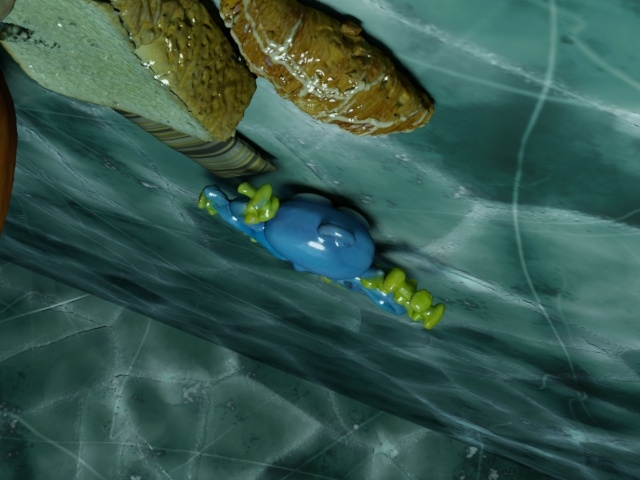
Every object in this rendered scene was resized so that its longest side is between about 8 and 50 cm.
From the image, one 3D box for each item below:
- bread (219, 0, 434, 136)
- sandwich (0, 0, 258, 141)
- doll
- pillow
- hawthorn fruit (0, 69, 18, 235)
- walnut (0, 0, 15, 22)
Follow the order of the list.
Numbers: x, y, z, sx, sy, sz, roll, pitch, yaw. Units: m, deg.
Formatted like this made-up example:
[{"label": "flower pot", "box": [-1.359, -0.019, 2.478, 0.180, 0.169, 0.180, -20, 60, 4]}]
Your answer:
[{"label": "bread", "box": [0.005, -0.146, 0.920, 0.233, 0.076, 0.105, 28, 165, -26]}, {"label": "sandwich", "box": [-0.215, -0.211, 0.958, 0.249, 0.095, 0.273, 19, 165, 22]}, {"label": "doll", "box": [0.000, 0.000, 1.403, 0.346, 0.099, 0.341, 30, 175, -11]}, {"label": "pillow", "box": [-0.154, -0.130, 1.241, 0.113, 0.038, 0.203, -1, 154, 46]}, {"label": "hawthorn fruit", "box": [-0.566, -0.070, 1.176, 0.471, 0.472, 0.472, 20, 164, 6]}, {"label": "walnut", "box": [-0.282, -0.243, 0.724, 0.224, 0.224, 0.224, 20, 164, 6]}]
